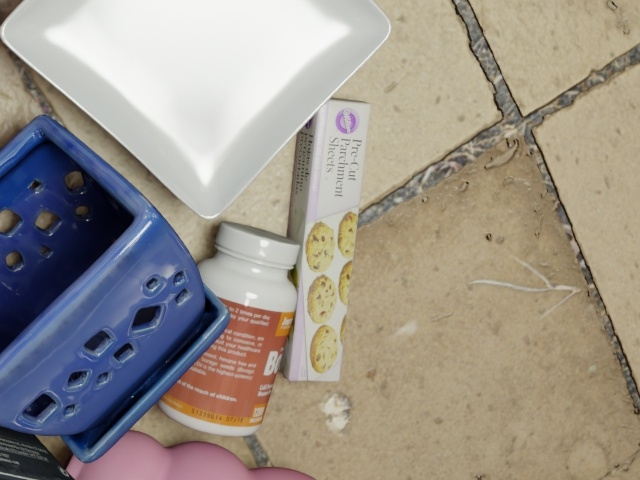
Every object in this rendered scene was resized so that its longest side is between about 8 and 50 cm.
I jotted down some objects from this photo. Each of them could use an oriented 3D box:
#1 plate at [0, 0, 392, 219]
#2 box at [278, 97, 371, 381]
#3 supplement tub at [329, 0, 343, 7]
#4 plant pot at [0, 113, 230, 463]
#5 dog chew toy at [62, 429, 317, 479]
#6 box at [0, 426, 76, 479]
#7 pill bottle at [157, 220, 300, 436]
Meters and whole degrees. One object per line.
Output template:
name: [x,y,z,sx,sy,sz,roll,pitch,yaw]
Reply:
plate: [-0.114,-0.206,0.980,0.278,0.045,0.277,-46,112,2]
box: [0.000,0.000,1.146,0.067,0.063,0.323,4,100,-20]
supplement tub: [0.012,-0.280,1.071,0.071,0.107,0.070,-4,102,-18]
plant pot: [-0.241,0.058,0.974,0.236,0.236,0.212,-46,139,-7]
dog chew toy: [-0.129,0.316,1.103,0.332,0.206,0.206,30,90,-13]
box: [-0.435,0.226,0.911,0.294,0.182,0.296,41,85,22]
pill bottle: [-0.095,0.094,1.102,0.121,0.121,0.216,14,96,-21]
